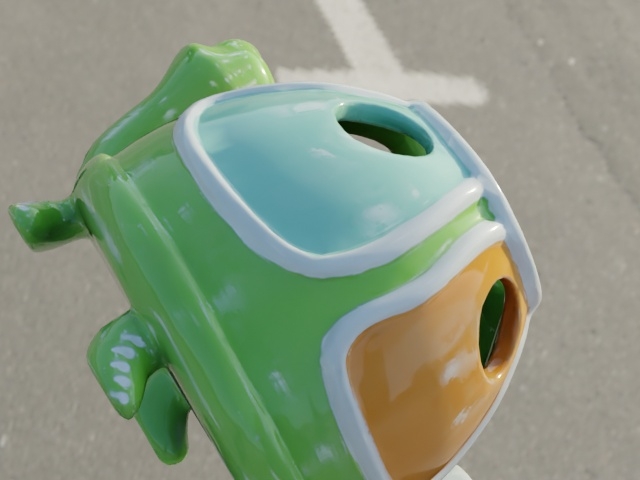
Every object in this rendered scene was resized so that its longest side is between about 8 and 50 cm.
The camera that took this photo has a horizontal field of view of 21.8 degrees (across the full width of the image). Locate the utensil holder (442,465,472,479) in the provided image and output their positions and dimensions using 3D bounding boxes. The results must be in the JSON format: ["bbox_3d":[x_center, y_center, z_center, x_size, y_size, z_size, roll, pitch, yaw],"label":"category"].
[{"bbox_3d":[-0.052,0.337,1.041,0.385,0.328,0.328,-17,47,-7],"label":"utensil holder"}]

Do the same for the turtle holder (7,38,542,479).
[{"bbox_3d":[-0.019,0.024,0.936,0.227,0.243,0.320,-30,18,-6],"label":"turtle holder"}]
